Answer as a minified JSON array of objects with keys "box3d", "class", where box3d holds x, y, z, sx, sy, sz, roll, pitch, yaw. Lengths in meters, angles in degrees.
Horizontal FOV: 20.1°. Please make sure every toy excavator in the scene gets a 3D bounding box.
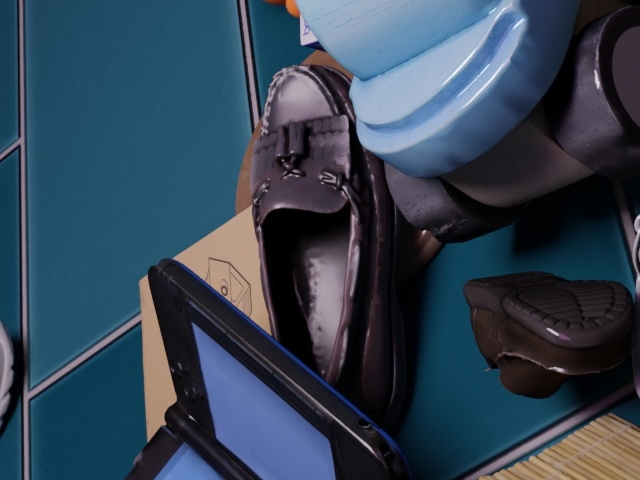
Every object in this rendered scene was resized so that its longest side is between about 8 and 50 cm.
[{"box3d":[0.065,-0.280,1.234,0.222,0.445,0.432,-22,43,50],"class":"toy excavator"}]

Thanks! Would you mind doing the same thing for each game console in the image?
[{"box3d":[-0.076,0.200,1.286,0.173,0.250,0.293,-31,45,-24],"class":"game console"}]

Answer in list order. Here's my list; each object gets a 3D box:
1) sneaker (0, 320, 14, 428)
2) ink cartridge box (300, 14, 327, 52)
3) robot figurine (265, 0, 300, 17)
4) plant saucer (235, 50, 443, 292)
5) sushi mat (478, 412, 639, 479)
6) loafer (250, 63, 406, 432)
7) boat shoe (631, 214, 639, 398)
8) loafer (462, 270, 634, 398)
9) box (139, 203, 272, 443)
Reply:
[{"box3d":[-0.401,0.185,1.749,0.281,0.115,0.105,-52,39,12],"class":"sneaker"},{"box3d":[0.029,-0.249,1.448,0.046,0.097,0.207,-14,72,43],"class":"ink cartridge box"},{"box3d":[-0.005,-0.286,1.593,0.219,0.128,0.158,-23,36,40],"class":"robot figurine"},{"box3d":[0.023,-0.066,1.493,0.278,0.041,0.277,-26,50,37],"class":"plant saucer"},{"box3d":[0.220,0.187,1.052,0.316,0.151,0.019,27,130,52],"class":"sushi mat"},{"box3d":[0.000,0.000,1.368,0.109,0.095,0.302,-17,73,29],"class":"loafer"},{"box3d":[0.242,0.013,1.160,0.079,0.081,0.227,-16,57,43],"class":"boat shoe"},{"box3d":[0.155,0.067,1.201,0.220,0.080,0.078,-151,53,-81],"class":"loafer"},{"box3d":[-0.086,0.070,1.502,0.201,0.021,0.164,-32,55,44],"class":"box"}]
